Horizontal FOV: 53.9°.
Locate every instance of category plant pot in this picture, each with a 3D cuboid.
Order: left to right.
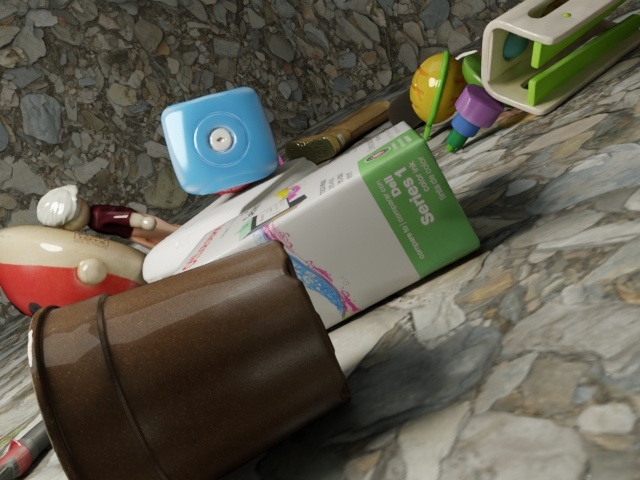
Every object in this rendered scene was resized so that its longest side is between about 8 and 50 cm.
[{"bbox_3d":[-0.078,0.087,0.430,0.165,0.166,0.167,-25,12,-6],"label":"plant pot"}]

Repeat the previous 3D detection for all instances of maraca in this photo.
[{"bbox_3d":[0.215,-0.268,1.172,0.185,0.099,0.127,93,-167,-60],"label":"maraca"}]

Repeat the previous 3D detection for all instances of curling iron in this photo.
[{"bbox_3d":[-0.341,0.242,0.688,0.068,0.035,0.274,-25,14,23],"label":"curling iron"}]

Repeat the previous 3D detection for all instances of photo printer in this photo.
[{"bbox_3d":[-0.150,-0.018,1.102,0.256,0.107,0.307,-22,15,33],"label":"photo printer"}]

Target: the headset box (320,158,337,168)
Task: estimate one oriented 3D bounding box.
[{"bbox_3d":[0.014,-0.151,1.422,0.083,0.032,0.062,-32,12,-15],"label":"headset box"}]

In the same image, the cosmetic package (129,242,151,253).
[{"bbox_3d":[-0.499,0.067,1.645,0.117,0.085,0.231,-15,18,50],"label":"cosmetic package"}]

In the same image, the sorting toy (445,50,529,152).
[{"bbox_3d":[0.278,-0.242,1.086,0.126,0.127,0.365,-58,-5,38],"label":"sorting toy"}]

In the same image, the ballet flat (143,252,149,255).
[{"bbox_3d":[-0.396,0.070,1.402,0.241,0.077,0.091,-20,16,39],"label":"ballet flat"}]

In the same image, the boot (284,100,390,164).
[{"bbox_3d":[0.056,-0.316,1.875,0.236,0.089,0.269,1,32,48],"label":"boot"}]

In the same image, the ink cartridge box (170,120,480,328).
[{"bbox_3d":[0.000,0.000,0.657,0.278,0.117,0.201,-29,12,9],"label":"ink cartridge box"}]

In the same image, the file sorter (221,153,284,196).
[{"bbox_3d":[-0.196,-0.199,1.723,0.182,0.202,0.290,-28,12,0],"label":"file sorter"}]

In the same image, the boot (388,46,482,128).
[{"bbox_3d":[0.292,-0.340,1.377,0.305,0.112,0.115,-21,5,44],"label":"boot"}]

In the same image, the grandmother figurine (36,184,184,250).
[{"bbox_3d":[-0.388,-0.030,1.269,0.343,0.103,0.208,15,-18,-32],"label":"grandmother figurine"}]

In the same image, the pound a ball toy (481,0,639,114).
[{"bbox_3d":[0.374,-0.357,0.908,0.319,0.208,0.136,-37,51,-22],"label":"pound a ball toy"}]

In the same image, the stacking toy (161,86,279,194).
[{"bbox_3d":[-0.187,-0.155,1.180,0.175,0.165,0.302,-17,-1,-10],"label":"stacking toy"}]

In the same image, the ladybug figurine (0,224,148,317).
[{"bbox_3d":[-0.463,0.073,1.184,0.449,0.305,0.161,-5,72,67],"label":"ladybug figurine"}]
